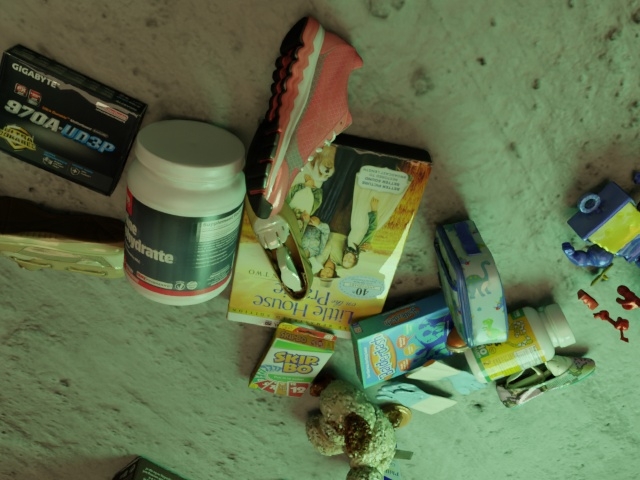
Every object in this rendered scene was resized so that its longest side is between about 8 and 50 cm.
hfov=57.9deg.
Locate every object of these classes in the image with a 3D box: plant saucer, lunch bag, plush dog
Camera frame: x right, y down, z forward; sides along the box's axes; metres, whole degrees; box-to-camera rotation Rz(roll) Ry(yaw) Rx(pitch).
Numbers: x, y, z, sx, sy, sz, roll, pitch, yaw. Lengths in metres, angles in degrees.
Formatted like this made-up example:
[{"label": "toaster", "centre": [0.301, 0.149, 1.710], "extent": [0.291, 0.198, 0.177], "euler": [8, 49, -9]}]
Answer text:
[{"label": "plant saucer", "centre": [0.180, 0.428, 1.400], "extent": [0.084, 0.013, 0.083], "euler": [0, 123, 0]}, {"label": "lunch bag", "centre": [0.265, 0.069, 1.039], "extent": [0.090, 0.219, 0.175], "euler": [-11, 116, 6]}, {"label": "plush dog", "centre": [0.076, 0.404, 1.279], "extent": [0.211, 0.262, 0.225], "euler": [-37, 129, -11]}]

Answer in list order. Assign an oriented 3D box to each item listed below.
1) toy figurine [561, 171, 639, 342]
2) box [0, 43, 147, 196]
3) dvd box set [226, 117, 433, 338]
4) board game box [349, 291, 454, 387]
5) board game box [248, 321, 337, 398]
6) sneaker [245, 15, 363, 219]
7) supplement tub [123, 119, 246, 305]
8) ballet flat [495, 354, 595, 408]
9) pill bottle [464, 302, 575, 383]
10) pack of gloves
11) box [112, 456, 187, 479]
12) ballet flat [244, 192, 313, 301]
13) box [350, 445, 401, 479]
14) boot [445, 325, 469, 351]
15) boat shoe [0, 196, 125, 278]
[{"label": "toy figurine", "centre": [0.556, -0.027, 1.008], "extent": [0.217, 0.191, 0.362], "euler": [34, 116, -15]}, {"label": "box", "centre": [-0.423, -0.192, 0.963], "extent": [0.221, 0.051, 0.175], "euler": [25, 120, -15]}, {"label": "dvd box set", "centre": [0.000, 0.000, 1.087], "extent": [0.308, 0.062, 0.420], "euler": [11, 123, -7]}, {"label": "board game box", "centre": [0.170, 0.205, 1.187], "extent": [0.211, 0.047, 0.160], "euler": [-18, 131, -9]}, {"label": "board game box", "centre": [-0.063, 0.261, 1.236], "extent": [0.124, 0.039, 0.259], "euler": [15, 136, -12]}, {"label": "sneaker", "centre": [-0.017, -0.174, 0.890], "extent": [0.136, 0.116, 0.313], "euler": [16, 92, -24]}, {"label": "supplement tub", "centre": [-0.230, -0.044, 0.978], "extent": [0.191, 0.191, 0.272], "euler": [10, 123, -7]}, {"label": "ballet flat", "centre": [0.495, 0.301, 1.292], "extent": [0.222, 0.077, 0.079], "euler": [-31, 99, 19]}, {"label": "pill bottle", "centre": [0.405, 0.207, 1.194], "extent": [0.209, 0.117, 0.117], "euler": [-24, 120, 15]}, {"label": "pack of gloves", "centre": [0.247, 0.316, 1.292], "extent": [0.232, 0.046, 0.195], "euler": [26, 132, -36]}, {"label": "box", "centre": [-0.438, 0.747, 1.386], "extent": [0.191, 0.381, 0.143], "euler": [39, 115, -23]}, {"label": "ballet flat", "centre": [-0.066, 0.010, 1.014], "extent": [0.080, 0.073, 0.232], "euler": [-19, 120, 12]}, {"label": "box", "centre": [0.132, 0.570, 1.420], "extent": [0.072, 0.137, 0.126], "euler": [21, 121, -13]}, {"label": "boot", "centre": [0.294, 0.154, 1.155], "extent": [0.059, 0.158, 0.084], "euler": [9, 128, 42]}, {"label": "boat shoe", "centre": [-0.522, 0.007, 1.052], "extent": [0.342, 0.121, 0.110], "euler": [11, 122, -9]}]
